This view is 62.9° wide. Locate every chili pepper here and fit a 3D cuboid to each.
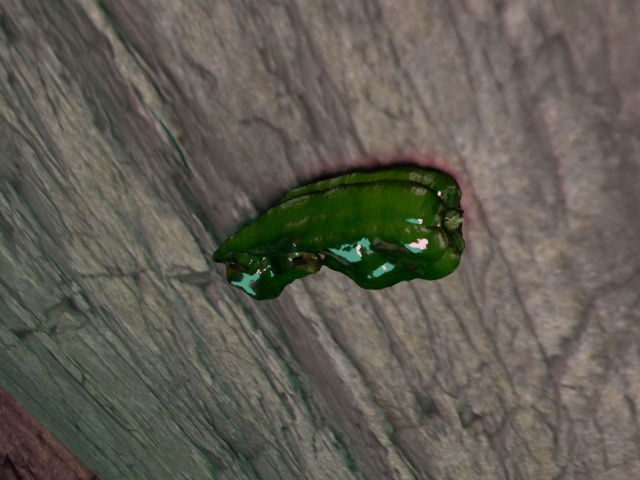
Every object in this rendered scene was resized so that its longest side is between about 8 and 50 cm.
[{"bbox_3d":[0.001,0.001,0.445,0.253,0.083,0.099,-14,128,44],"label":"chili pepper"}]
